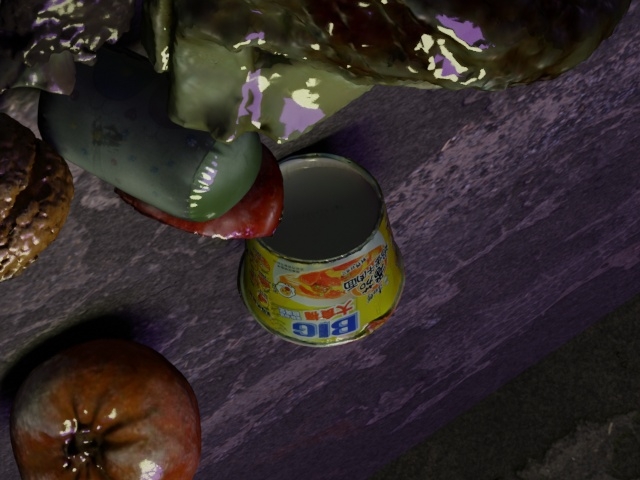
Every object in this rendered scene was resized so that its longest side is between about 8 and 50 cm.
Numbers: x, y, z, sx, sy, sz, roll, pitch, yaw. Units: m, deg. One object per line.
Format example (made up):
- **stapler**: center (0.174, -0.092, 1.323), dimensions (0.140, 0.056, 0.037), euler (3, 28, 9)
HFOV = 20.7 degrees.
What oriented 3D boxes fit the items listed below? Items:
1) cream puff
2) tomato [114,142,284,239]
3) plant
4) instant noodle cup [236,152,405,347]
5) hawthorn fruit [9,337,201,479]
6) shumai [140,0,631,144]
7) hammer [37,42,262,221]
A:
- **cream puff**: center (-0.323, -0.062, 1.505), dimensions (0.183, 0.183, 0.169), euler (-33, 134, -1)
- **tomato**: center (-0.115, -0.070, 1.775), dimensions (0.189, 0.173, 0.099), euler (-82, -172, -78)
- **plant**: center (-0.213, -0.202, 1.377), dimensions (0.142, 0.131, 0.203), euler (-15, 143, -40)
- **instant noodle cup**: center (0.000, 0.000, 2.033), dimensions (0.205, 0.205, 0.153), euler (-27, 148, -16)
- **hawthorn fruit**: center (-0.239, 0.233, 2.113), dimensions (0.263, 0.235, 0.231), euler (1, 153, -42)
- **shumai**: center (0.003, -0.219, 1.371), dimensions (0.395, 0.395, 0.348), euler (-5, 153, -49)
- **hammer**: center (-0.111, -0.125, 1.671), dimensions (0.335, 0.206, 0.119), euler (-30, 147, -62)
